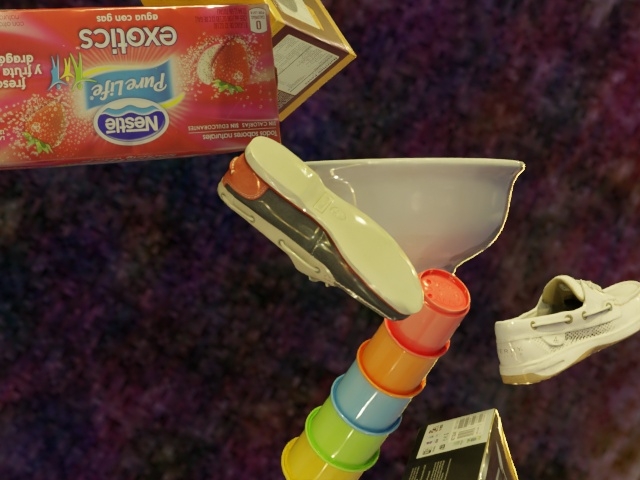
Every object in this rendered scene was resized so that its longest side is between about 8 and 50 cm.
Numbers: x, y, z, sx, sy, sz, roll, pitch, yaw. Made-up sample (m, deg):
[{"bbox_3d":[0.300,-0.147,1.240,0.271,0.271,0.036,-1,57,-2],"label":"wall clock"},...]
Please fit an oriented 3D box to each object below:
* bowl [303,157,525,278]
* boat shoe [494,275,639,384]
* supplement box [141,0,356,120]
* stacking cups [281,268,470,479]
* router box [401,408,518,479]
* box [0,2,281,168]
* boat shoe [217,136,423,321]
[{"bbox_3d":[0.075,-0.019,1.697,0.298,0.298,0.134,-1,90,-66],"label":"bowl"},{"bbox_3d":[0.312,0.087,1.891,0.277,0.098,0.096,-24,99,-44],"label":"boat shoe"},{"bbox_3d":[-0.093,-0.267,1.830,0.129,0.191,0.194,-39,157,19],"label":"supplement box"},{"bbox_3d":[0.068,0.156,1.644,0.096,0.096,0.316,-35,163,-51],"label":"stacking cups"},{"bbox_3d":[0.139,0.312,1.338,0.309,0.081,0.243,-48,121,-74],"label":"router box"},{"bbox_3d":[-0.174,-0.125,1.276,0.257,0.128,0.122,-6,92,-25],"label":"box"},{"bbox_3d":[0.000,0.000,0.885,0.043,0.137,0.049,-49,178,32],"label":"boat shoe"}]
